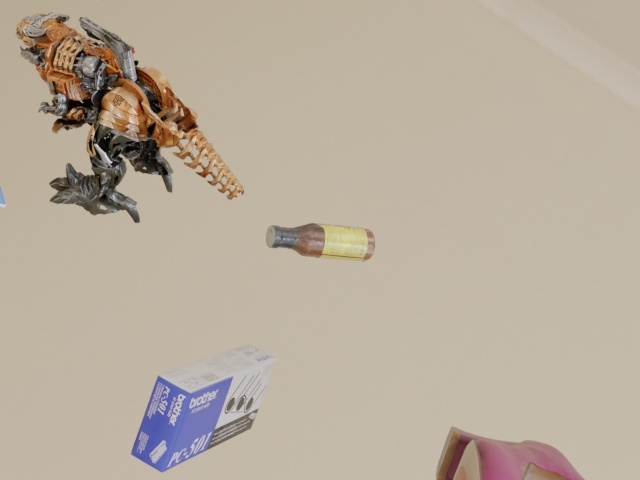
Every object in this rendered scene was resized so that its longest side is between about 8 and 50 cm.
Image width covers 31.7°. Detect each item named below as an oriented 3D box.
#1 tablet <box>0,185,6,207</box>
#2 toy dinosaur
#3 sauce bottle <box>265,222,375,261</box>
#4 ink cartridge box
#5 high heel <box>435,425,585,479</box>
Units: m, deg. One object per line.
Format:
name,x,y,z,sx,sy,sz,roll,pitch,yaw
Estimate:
tablet,-0.331,-0.060,1.049,0.083,0.006,0.054,16,44,-56
toy dinosaur,-0.240,-0.142,1.349,0.322,0.164,0.218,51,-37,26
sauce bottle,0.000,0.000,1.300,0.042,0.128,0.042,-22,-115,59
ink cartridge box,-0.125,0.182,1.256,0.046,0.097,0.207,26,14,20
high heel,0.206,0.260,1.068,0.181,0.127,0.377,19,9,4
